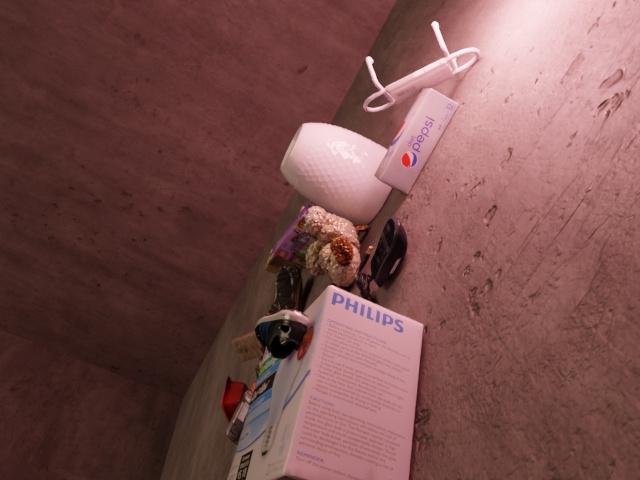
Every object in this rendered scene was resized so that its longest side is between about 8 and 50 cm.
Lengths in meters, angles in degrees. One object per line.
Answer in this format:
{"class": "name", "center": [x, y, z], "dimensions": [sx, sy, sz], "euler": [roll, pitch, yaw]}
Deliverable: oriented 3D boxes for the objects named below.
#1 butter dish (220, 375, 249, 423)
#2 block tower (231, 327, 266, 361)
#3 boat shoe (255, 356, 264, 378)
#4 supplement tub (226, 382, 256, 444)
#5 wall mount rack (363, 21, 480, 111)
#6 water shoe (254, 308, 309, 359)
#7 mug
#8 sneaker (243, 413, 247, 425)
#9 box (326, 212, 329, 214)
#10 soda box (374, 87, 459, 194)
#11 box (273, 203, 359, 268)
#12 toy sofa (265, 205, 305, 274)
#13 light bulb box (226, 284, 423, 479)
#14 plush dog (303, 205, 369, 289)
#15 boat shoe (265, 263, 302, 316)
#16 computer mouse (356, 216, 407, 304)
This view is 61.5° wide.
{"class": "butter dish", "center": [-0.301, 0.613, 2.048], "dimensions": [0.159, 0.118, 0.160], "euler": [-89, -14, -60]}
{"class": "block tower", "center": [-0.177, 0.339, 1.871], "dimensions": [0.097, 0.090, 0.335], "euler": [-29, 2, -44]}
{"class": "boat shoe", "center": [-0.180, 0.460, 1.885], "dimensions": [0.285, 0.103, 0.092], "euler": [-170, 100, -81]}
{"class": "supplement tub", "center": [-0.222, 0.575, 1.780], "dimensions": [0.190, 0.117, 0.117], "euler": [-63, 13, 5]}
{"class": "wall mount rack", "center": [0.284, -0.492, 1.568], "dimensions": [0.350, 0.130, 0.304], "euler": [-22, -12, 22]}
{"class": "water shoe", "center": [-0.090, 0.193, 1.061], "dimensions": [0.203, 0.073, 0.080], "euler": [-43, 26, 58]}
{"class": "mug", "center": [0.036, -0.231, 1.815], "dimensions": [0.276, 0.328, 0.374], "euler": [-66, 13, -9]}
{"class": "sneaker", "center": [-0.124, 0.465, 1.439], "dimensions": [0.131, 0.148, 0.350], "euler": [-39, 17, 17]}
{"class": "box", "center": [0.000, 0.000, 2.026], "dimensions": [0.203, 0.103, 0.114], "euler": [-51, 18, 47]}
{"class": "soda box", "center": [0.266, -0.280, 1.519], "dimensions": [0.286, 0.098, 0.091], "euler": [-62, 13, 12]}
{"class": "box", "center": [-0.021, 0.005, 1.881], "dimensions": [0.293, 0.201, 0.057], "euler": [-48, 20, 53]}
{"class": "toy sofa", "center": [-0.090, 0.003, 2.281], "dimensions": [0.362, 0.150, 0.177], "euler": [-50, 20, 47]}
{"class": "light bulb box", "center": [0.005, 0.344, 1.069], "dimensions": [0.358, 0.225, 0.361], "euler": [-49, 20, 49]}
{"class": "plush dog", "center": [0.060, 0.042, 1.640], "dimensions": [0.225, 0.211, 0.262], "euler": [-99, 6, -45]}
{"class": "boat shoe", "center": [-0.126, 0.258, 2.060], "dimensions": [0.120, 0.123, 0.323], "euler": [60, -138, -66]}
{"class": "computer mouse", "center": [0.163, 0.046, 1.397], "dimensions": [0.184, 0.060, 0.261], "euler": [-103, 28, -64]}
